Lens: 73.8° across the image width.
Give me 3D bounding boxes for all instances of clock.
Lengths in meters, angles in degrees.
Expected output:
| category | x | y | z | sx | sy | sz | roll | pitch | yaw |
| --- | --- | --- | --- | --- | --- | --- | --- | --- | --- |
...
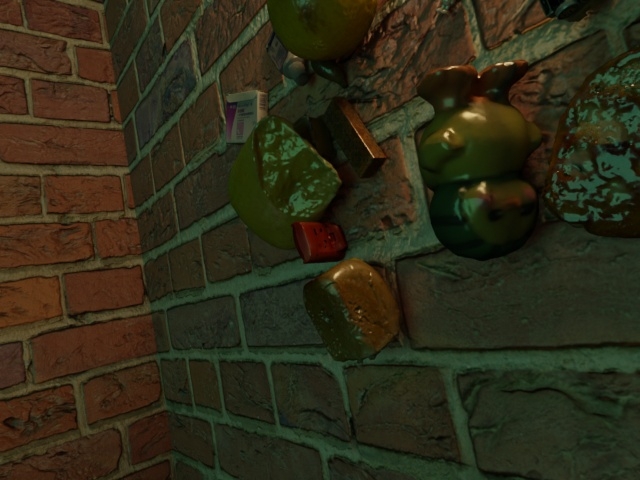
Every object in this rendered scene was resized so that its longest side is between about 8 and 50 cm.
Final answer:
| category | x | y | z | sx | sy | sz | roll | pitch | yaw |
| --- | --- | --- | --- | --- | --- | --- | --- | --- | --- |
| clock | 0.000 | 0.000 | 1.133 | 0.061 | 0.155 | 0.113 | -30 | 72 | 37 |

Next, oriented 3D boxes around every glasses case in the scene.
| category | x | y | z | sx | sy | sz | roll | pitch | yaw |
| --- | --- | --- | --- | --- | --- | --- | --- | --- | --- |
| glasses case | 0.083 | -0.263 | 1.080 | 0.218 | 0.049 | 0.075 | 62 | 142 | 24 |

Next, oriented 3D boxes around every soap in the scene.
| category | x | y | z | sx | sy | sz | roll | pitch | yaw |
| --- | --- | --- | --- | --- | --- | --- | --- | --- | --- |
| soap | -0.132 | -0.130 | 1.223 | 0.306 | 0.115 | 0.427 | 38 | 142 | 0 |
| soap | -0.064 | -0.257 | 1.234 | 0.233 | 0.076 | 0.134 | -21 | 80 | 48 |

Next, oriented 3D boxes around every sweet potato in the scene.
| category | x | y | z | sx | sy | sz | roll | pitch | yaw |
| --- | --- | --- | --- | --- | --- | --- | --- | --- | --- |
| sweet potato | -0.002 | -0.499 | 1.146 | 0.069 | 0.059 | 0.249 | -32 | 66 | 26 |

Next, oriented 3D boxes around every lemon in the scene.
| category | x | y | z | sx | sy | sz | roll | pitch | yaw |
| --- | --- | --- | --- | --- | --- | --- | --- | --- | --- |
| lemon | 0.003 | -0.548 | 0.989 | 0.267 | 0.267 | 0.267 | 8 | 101 | 49 |

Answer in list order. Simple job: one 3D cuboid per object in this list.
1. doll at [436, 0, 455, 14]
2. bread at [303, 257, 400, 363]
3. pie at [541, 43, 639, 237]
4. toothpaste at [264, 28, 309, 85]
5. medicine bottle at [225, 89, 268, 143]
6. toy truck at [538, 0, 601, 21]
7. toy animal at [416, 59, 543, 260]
| category | x | y | z | sx | sy | sz | roll | pitch | yaw |
| --- | --- | --- | --- | --- | --- | --- | --- | --- | --- |
| doll | 0.260 | -0.501 | 0.854 | 0.058 | 0.040 | 0.085 | 53 | 131 | 18 |
| bread | 0.085 | 0.173 | 1.042 | 0.246 | 0.176 | 0.195 | 62 | 148 | 3 |
| pie | 0.477 | -0.141 | 0.607 | 0.308 | 0.086 | 0.308 | 6 | 98 | 44 |
| toothpaste | -0.101 | -0.546 | 1.260 | 0.099 | 0.068 | 0.282 | -36 | 54 | 13 |
| medicine bottle | -0.252 | -0.415 | 1.454 | 0.201 | 0.052 | 0.171 | 13 | 104 | 46 |
| toy truck | 0.423 | -0.404 | 0.616 | 0.191 | 0.116 | 0.085 | -37 | 67 | 55 |
| toy animal | 0.276 | -0.133 | 0.772 | 0.191 | 0.216 | 0.338 | 178 | 83 | -77 |
